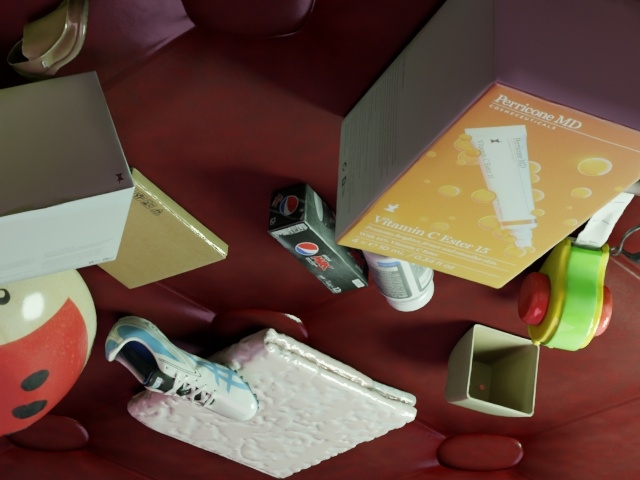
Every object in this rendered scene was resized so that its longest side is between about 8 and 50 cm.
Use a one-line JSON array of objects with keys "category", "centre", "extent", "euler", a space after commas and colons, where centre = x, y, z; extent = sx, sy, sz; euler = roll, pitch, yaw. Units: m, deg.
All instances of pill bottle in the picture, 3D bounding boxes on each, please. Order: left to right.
[{"category": "pill bottle", "centre": [0.100, 0.028, 1.870], "extent": [0.078, 0.078, 0.137], "euler": [-5, 145, 12]}]

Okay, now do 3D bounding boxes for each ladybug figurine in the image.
[{"category": "ladybug figurine", "centre": [-0.461, 0.139, 2.005], "extent": [0.305, 0.162, 0.449], "euler": [4, 147, -2]}]

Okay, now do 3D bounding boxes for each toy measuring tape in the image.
[{"category": "toy measuring tape", "centre": [0.330, 0.051, 1.856], "extent": [0.121, 0.121, 0.330], "euler": [10, 146, -10]}]

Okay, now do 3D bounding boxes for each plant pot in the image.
[{"category": "plant pot", "centre": [0.233, 0.193, 2.092], "extent": [0.109, 0.109, 0.096], "euler": [18, 156, -21]}]

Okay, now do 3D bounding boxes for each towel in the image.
[{"category": "towel", "centre": [-0.073, 0.250, 2.242], "extent": [0.317, 0.053, 0.332], "euler": [27, 139, -33]}]

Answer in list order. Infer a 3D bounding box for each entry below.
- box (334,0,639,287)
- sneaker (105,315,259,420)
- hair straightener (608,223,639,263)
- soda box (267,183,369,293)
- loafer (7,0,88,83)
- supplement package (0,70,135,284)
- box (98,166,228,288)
[{"category": "box", "centre": [0.185, -0.114, 1.550], "extent": [0.215, 0.168, 0.345], "euler": [16, 148, -19]}, {"category": "sneaker", "centre": [-0.197, 0.194, 2.080], "extent": [0.237, 0.086, 0.085], "euler": [31, 132, -8]}, {"category": "hair straightener", "centre": [0.432, -0.043, 1.730], "extent": [0.230, 0.047, 0.089], "euler": [-30, 135, 23]}, {"category": "soda box", "centre": [0.000, 0.000, 1.852], "extent": [0.053, 0.060, 0.169], "euler": [-14, 144, 26]}, {"category": "loafer", "centre": [-0.287, -0.210, 1.561], "extent": [0.050, 0.056, 0.148], "euler": [14, 145, -27]}, {"category": "supplement package", "centre": [-0.326, -0.060, 1.630], "extent": [0.194, 0.149, 0.203], "euler": [-14, 161, -20]}, {"category": "box", "centre": [-0.242, -0.012, 1.888], "extent": [0.164, 0.021, 0.201], "euler": [-18, 142, 28]}]
